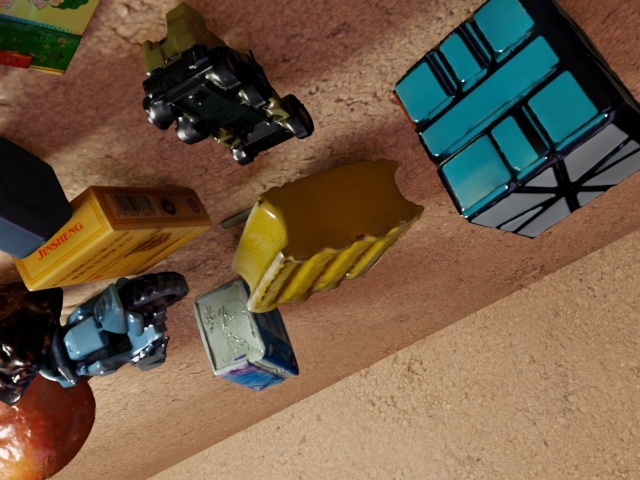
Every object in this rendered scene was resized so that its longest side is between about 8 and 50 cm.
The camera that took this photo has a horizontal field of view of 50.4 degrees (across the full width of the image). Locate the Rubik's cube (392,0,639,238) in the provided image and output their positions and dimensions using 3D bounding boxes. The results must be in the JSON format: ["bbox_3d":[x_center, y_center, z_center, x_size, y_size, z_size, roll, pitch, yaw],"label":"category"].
[{"bbox_3d":[0.337,-0.198,1.104,0.288,0.283,0.293,-38,154,31],"label":"Rubik's cube"}]

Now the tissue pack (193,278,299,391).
[{"bbox_3d":[-0.172,0.233,1.618,0.146,0.198,0.263,-24,156,5],"label":"tissue pack"}]

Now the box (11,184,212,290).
[{"bbox_3d":[-0.312,-0.007,1.054,0.174,0.076,0.274,-31,172,19],"label":"box"}]

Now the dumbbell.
[{"bbox_3d":[-0.489,0.007,0.901,0.316,0.143,0.156,-33,-162,18],"label":"dumbbell"}]

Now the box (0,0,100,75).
[{"bbox_3d":[-0.281,-0.266,0.679,0.132,0.034,0.235,1,146,-44],"label":"box"}]

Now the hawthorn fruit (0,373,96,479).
[{"bbox_3d":[-0.592,0.357,1.437,0.307,0.276,0.276,-28,167,-51],"label":"hawthorn fruit"}]

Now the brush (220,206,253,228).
[{"bbox_3d":[-0.105,-0.058,1.289,0.178,0.030,0.033,-27,166,4],"label":"brush"}]

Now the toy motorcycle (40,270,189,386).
[{"bbox_3d":[-0.409,0.177,1.307,0.232,0.172,0.416,-14,164,-38],"label":"toy motorcycle"}]

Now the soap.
[{"bbox_3d":[0.000,0.000,1.298,0.293,0.156,0.335,-21,165,-22],"label":"soap"}]

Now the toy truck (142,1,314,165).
[{"bbox_3d":[-0.118,-0.191,0.884,0.127,0.127,0.257,-26,158,20],"label":"toy truck"}]

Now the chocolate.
[{"bbox_3d":[-0.554,0.138,1.118,0.177,0.206,0.224,31,164,-34],"label":"chocolate"}]
